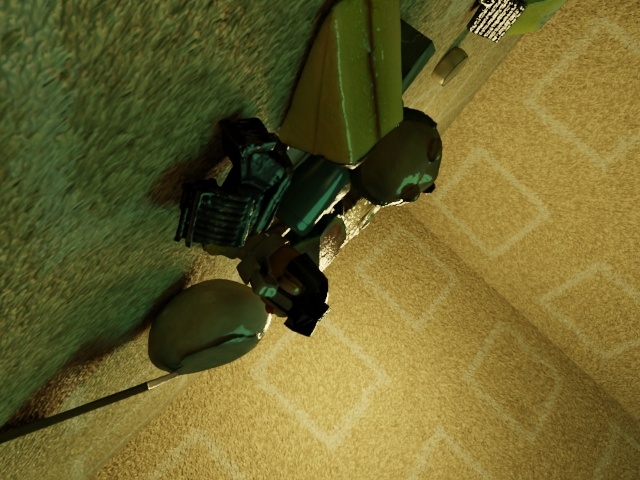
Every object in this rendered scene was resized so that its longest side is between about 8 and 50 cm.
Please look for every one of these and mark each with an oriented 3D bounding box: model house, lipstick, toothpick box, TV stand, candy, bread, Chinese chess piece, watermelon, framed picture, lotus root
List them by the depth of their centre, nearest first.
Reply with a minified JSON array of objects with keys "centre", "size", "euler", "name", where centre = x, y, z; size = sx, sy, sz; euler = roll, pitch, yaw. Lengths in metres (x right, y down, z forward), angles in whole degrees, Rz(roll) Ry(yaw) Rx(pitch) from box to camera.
[{"centre":[-0.135,-0.081,0.774],"size":[0.164,0.141,0.203],"euler":[15,98,-58],"name":"model house"},{"centre":[0.023,-0.274,0.851],"size":[0.168,0.163,0.264],"euler":[-41,141,-31],"name":"bread"},{"centre":[0.106,-0.284,1.050],"size":[0.269,0.083,0.088],"euler":[-52,170,14],"name":"TV stand"},{"centre":[-0.439,0.319,1.050],"size":[0.289,0.016,0.213],"euler":[-20,172,-3],"name":"framed picture"},{"centre":[-0.024,-0.112,1.200],"size":[0.184,0.120,0.120],"euler":[-50,174,2],"name":"toothpick box"},{"centre":[-0.252,0.191,1.235],"size":[0.296,0.185,0.295],"euler":[-19,164,-5],"name":"candy"},{"centre":[-0.008,-0.020,1.316],"size":[0.231,0.128,0.146],"euler":[-44,168,-50],"name":"watermelon"},{"centre":[0.473,-0.619,1.377],"size":[0.211,0.170,0.194],"euler":[-17,176,-9],"name":"model house"},{"centre":[-0.119,-0.020,1.498],"size":[0.038,0.038,0.131],"euler":[-50,173,29],"name":"lipstick"},{"centre":[0.391,-0.526,1.642],"size":[0.122,0.051,0.122],"euler":[-44,173,-7],"name":"Chinese chess piece"},{"centre":[0.077,-0.081,1.824],"size":[0.390,0.111,0.375],"euler":[-38,159,-31],"name":"lotus root"}]

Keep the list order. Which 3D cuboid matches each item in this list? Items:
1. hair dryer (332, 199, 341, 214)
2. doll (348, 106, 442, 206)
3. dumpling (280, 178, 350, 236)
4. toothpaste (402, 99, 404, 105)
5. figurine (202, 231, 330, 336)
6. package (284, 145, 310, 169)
[{"centre":[0.029,-0.114,1.561],"size":[0.195,0.050,0.173],"euler":[-133,-133,-84],"name":"hair dryer"},{"centre":[0.174,-0.192,1.299],"size":[0.247,0.247,0.349],"euler":[-47,-167,1],"name":"doll"},{"centre":[-0.051,-0.072,1.418],"size":[0.166,0.086,0.332],"euler":[-19,161,-31],"name":"dumpling"},{"centre":[0.166,-0.341,1.353],"size":[0.078,0.047,0.248],"euler":[-48,172,23],"name":"toothpaste"},{"centre":[-0.094,0.065,1.115],"size":[0.143,0.308,0.308],"euler":[-54,171,23],"name":"figurine"},{"centre":[-0.066,-0.153,1.062],"size":[0.171,0.027,0.173],"euler":[-45,176,-17],"name":"package"}]
